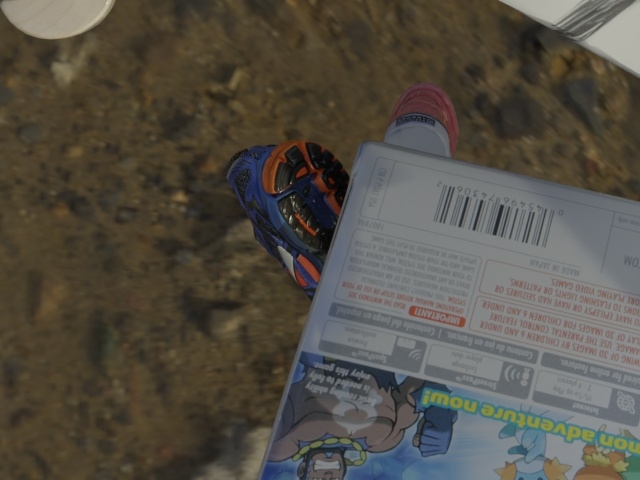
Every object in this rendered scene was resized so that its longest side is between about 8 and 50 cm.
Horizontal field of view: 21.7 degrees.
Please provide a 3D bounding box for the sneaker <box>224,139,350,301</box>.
[{"bbox_3d":[0.000,0.000,1.284,0.087,0.221,0.083,19,57,44],"label":"sneaker"}]

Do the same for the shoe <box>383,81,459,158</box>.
[{"bbox_3d":[0.074,-0.023,1.208,0.063,0.081,0.178,3,120,9],"label":"shoe"}]

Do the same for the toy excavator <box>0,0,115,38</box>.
[{"bbox_3d":[-0.440,-0.437,1.781,0.445,0.222,0.433,1,97,-2],"label":"toy excavator"}]

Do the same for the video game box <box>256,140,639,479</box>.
[{"bbox_3d":[0.086,0.077,0.501,0.205,0.048,0.187,14,60,9],"label":"video game box"}]

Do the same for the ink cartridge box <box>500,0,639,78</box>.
[{"bbox_3d":[0.061,-0.176,0.478,0.121,0.289,0.211,-36,61,26],"label":"ink cartridge box"}]
